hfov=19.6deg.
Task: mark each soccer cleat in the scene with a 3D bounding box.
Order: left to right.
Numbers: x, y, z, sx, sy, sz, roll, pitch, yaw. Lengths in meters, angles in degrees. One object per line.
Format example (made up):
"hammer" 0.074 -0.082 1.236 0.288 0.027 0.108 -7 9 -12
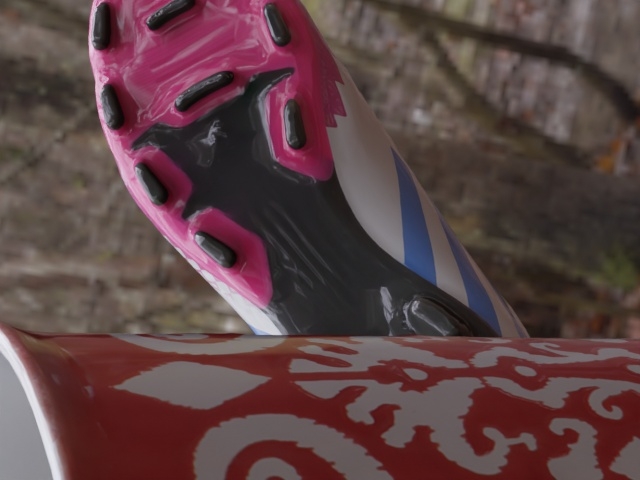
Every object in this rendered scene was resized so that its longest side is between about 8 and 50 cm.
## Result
"soccer cleat" 0.000 0.000 0.881 0.331 0.116 0.143 57 -173 17

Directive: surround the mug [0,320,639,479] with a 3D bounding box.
"mug" 0.007 0.079 0.390 0.150 0.169 0.113 119 141 -47
